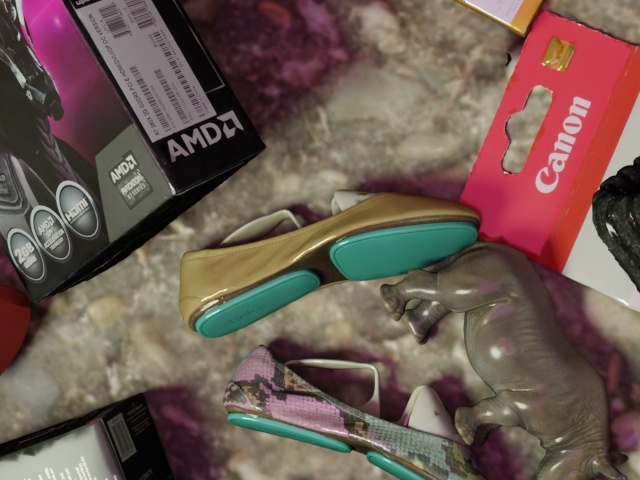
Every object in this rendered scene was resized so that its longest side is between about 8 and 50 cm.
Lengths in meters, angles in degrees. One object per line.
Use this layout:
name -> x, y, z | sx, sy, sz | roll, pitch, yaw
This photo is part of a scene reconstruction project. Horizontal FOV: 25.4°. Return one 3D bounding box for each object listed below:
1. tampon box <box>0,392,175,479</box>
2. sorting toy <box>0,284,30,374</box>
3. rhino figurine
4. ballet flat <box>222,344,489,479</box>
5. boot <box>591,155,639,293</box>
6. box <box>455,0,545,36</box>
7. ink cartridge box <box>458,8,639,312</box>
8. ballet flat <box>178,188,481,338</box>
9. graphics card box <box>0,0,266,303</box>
tampon box -> -0.201, 0.193, 1.050 | 0.161, 0.120, 0.101 | -20, 91, 7
sorting toy -> -0.361, 0.153, 1.074 | 0.126, 0.127, 0.365 | 37, 106, 17
rhino figurine -> 0.149, 0.111, 1.028 | 0.106, 0.073, 0.243 | -31, 90, 10
ballet flat -> 0.039, 0.133, 1.048 | 0.221, 0.077, 0.079 | 21, 76, 6
boot -> 0.375, 0.011, 0.928 | 0.348, 0.131, 0.260 | -24, 100, -3
box -> 0.110, -0.216, 1.038 | 0.136, 0.028, 0.081 | 30, 96, 10
ink cartridge box -> 0.229, -0.047, 1.021 | 0.224, 0.056, 0.181 | 23, 95, 4
ballet flat -> 0.000, 0.000, 1.043 | 0.232, 0.080, 0.073 | -19, 60, 5
graphics card box -> -0.214, -0.161, 0.990 | 0.233, 0.094, 0.371 | -31, 90, 49
